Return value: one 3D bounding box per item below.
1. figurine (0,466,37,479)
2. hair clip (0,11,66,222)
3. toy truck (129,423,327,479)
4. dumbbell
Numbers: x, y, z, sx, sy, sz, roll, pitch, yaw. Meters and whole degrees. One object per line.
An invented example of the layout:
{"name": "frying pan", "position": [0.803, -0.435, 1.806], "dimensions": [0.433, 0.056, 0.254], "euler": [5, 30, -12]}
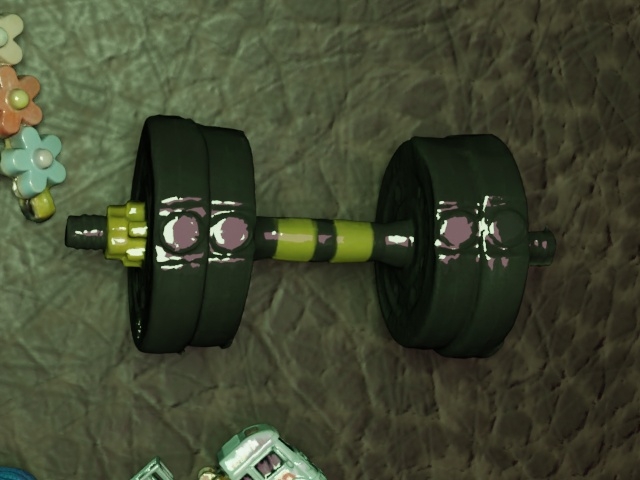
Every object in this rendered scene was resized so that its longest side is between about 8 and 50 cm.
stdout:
{"name": "figurine", "position": [-0.285, 0.226, 0.950], "dimensions": [0.149, 0.087, 0.086], "euler": [-33, 138, -9]}
{"name": "hair clip", "position": [-0.245, -0.117, 0.947], "dimensions": [0.062, 0.056, 0.214], "euler": [-33, 102, -44]}
{"name": "toy truck", "position": [-0.090, 0.217, 0.998], "dimensions": [0.177, 0.080, 0.115], "euler": [-40, 92, -7]}
{"name": "dumbbell", "position": [0.000, 0.000, 0.950], "dimensions": [0.388, 0.185, 0.185], "euler": [1, 93, -15]}
